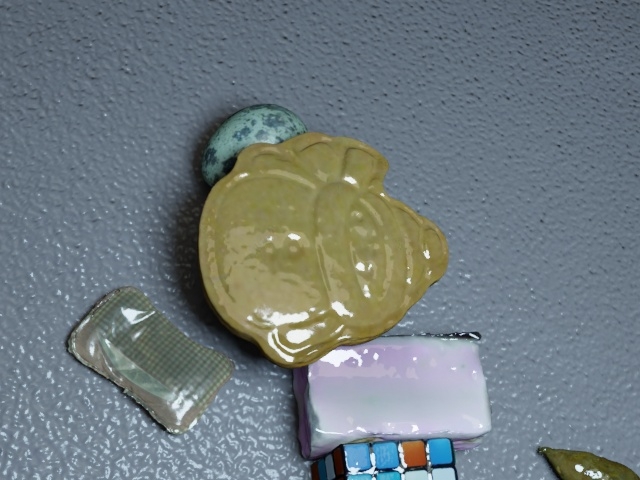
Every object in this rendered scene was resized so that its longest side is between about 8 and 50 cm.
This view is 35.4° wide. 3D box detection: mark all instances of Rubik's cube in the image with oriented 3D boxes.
[{"bbox_3d":[0.087,0.348,1.311,0.154,0.155,0.151,-1,67,-16],"label":"Rubik's cube"}]

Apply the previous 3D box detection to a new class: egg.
[{"bbox_3d":[-0.096,-0.129,1.482,0.172,0.132,0.132,-29,77,-18],"label":"egg"}]

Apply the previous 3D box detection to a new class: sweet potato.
[{"bbox_3d":[0.439,0.367,1.453,0.269,0.075,0.074,27,62,-7],"label":"sweet potato"}]

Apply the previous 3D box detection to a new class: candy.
[{"bbox_3d":[0.098,0.215,1.395,0.265,0.116,0.155,0,67,-16],"label":"candy"}]

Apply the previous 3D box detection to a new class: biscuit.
[{"bbox_3d":[0.000,0.000,1.368,0.351,0.057,0.312,-15,76,-21],"label":"biscuit"}]

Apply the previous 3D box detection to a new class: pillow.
[{"bbox_3d":[-0.232,0.160,1.371,0.211,0.034,0.135,36,64,3],"label":"pillow"}]
